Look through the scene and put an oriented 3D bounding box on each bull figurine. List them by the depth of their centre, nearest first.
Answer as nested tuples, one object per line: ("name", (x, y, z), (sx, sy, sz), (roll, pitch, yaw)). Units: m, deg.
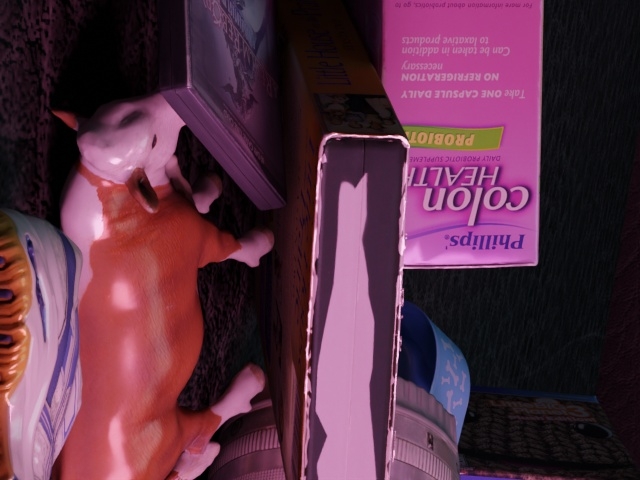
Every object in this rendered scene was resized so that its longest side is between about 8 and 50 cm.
("bull figurine", (-0.116, 0.037, 1.197), (0.188, 0.101, 0.310), (-7, 111, -55))

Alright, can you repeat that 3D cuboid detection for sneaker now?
("sneaker", (-0.188, 0.129, 1.046), (0.131, 0.111, 0.297), (-2, 103, -71))

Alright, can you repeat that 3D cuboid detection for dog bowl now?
("dog bowl", (0.054, 0.207, 1.689), (0.074, 0.166, 0.297), (28, 71, -40))

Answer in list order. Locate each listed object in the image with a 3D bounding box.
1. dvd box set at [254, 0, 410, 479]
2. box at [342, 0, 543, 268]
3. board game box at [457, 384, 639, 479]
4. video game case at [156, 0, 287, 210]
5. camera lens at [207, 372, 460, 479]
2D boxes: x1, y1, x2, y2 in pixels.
("dvd box set", (-0.002, -0.003, 1.305), (0.420, 0.062, 0.308), (-107, -162, -68))
("box", (0.085, -0.114, 1.316), (0.213, 0.117, 0.243), (-130, -141, -79))
("board game box", (0.221, 0.279, 1.992), (0.291, 0.232, 0.141), (-103, -161, -75))
("video game case", (-0.068, -0.181, 1.177), (0.196, 0.026, 0.274), (51, 31, -63))
("camera lens", (0.005, 0.269, 1.464), (0.219, 0.219, 0.274), (75, 18, -53))
